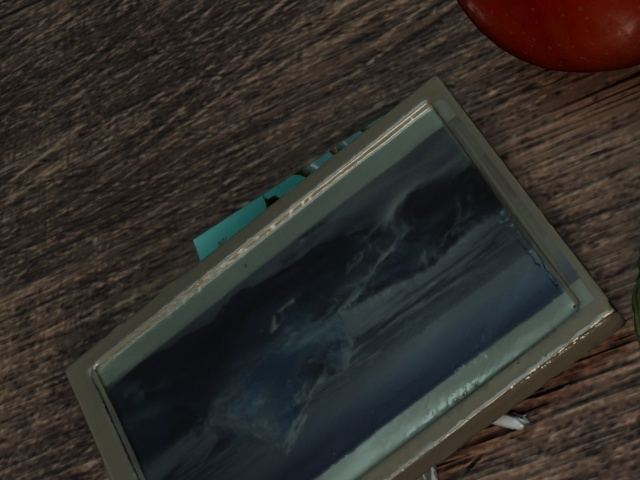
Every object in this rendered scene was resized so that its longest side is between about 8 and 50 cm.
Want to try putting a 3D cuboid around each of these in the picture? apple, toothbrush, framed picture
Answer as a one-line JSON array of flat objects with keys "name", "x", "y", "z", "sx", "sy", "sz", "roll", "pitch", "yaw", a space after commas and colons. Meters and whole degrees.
[{"name": "apple", "x": 0.238, "y": -0.272, "z": 1.516, "sx": 0.260, "sy": 0.216, "sz": 0.260, "roll": -20, "pitch": 47, "yaw": 22}, {"name": "toothbrush", "x": 0.089, "y": 0.129, "z": 1.453, "sx": 0.204, "sy": 0.017, "sz": 0.022, "roll": 11, "pitch": 99, "yaw": 41}, {"name": "framed picture", "x": -0.002, "y": 0.091, "z": 1.496, "sx": 0.446, "sy": 0.028, "sz": 0.326, "roll": -38, "pitch": 48, "yaw": 7}]

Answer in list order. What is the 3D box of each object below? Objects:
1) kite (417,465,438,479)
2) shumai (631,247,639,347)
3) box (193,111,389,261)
[{"name": "kite", "x": -0.059, "y": 0.247, "z": 1.466, "sx": 0.360, "sy": 0.022, "sz": 0.204, "roll": -34, "pitch": 50, "yaw": 12}, {"name": "shumai", "x": 0.316, "y": 0.024, "z": 1.236, "sx": 0.256, "sy": 0.218, "sz": 0.189, "roll": 23, "pitch": 67, "yaw": 41}, {"name": "box", "x": 0.000, "y": 0.000, "z": 1.604, "sx": 0.229, "sy": 0.041, "sz": 0.162, "roll": -32, "pitch": 45, "yaw": 11}]
